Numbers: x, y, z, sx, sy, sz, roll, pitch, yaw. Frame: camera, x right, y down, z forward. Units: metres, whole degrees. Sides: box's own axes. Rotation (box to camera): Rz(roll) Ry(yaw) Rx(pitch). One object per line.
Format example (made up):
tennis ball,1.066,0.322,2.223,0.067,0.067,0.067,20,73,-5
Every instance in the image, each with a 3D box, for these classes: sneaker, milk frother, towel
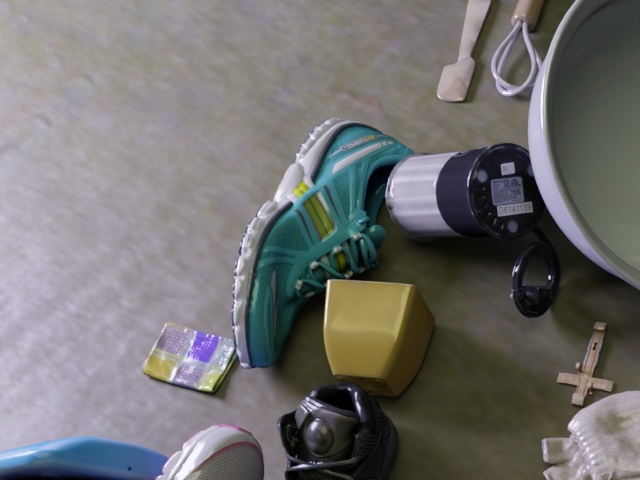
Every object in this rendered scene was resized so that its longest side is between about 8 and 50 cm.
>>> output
sneaker,-0.078,0.270,1.271,0.111,0.103,0.252,-1,72,41
milk frother,0.142,-0.008,1.453,0.134,0.129,0.143,-2,78,61
sneaker,-0.003,0.212,1.307,0.087,0.130,0.227,6,59,24
sneaker,0.000,0.000,1.489,0.110,0.107,0.275,19,62,19
towel,-0.120,0.108,1.502,0.083,0.009,0.060,15,59,28

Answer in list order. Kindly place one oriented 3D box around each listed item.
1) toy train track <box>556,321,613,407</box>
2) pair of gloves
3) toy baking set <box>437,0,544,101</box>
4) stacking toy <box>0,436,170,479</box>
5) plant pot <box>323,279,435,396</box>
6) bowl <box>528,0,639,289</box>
toy train track,0.229,0.103,1.385,0.048,0.014,0.083,8,56,24
pair of gloves,0.285,0.210,1.266,0.204,0.042,0.240,-16,50,7
toy baking set,0.222,-0.234,1.634,0.256,0.030,0.197,-19,50,4
stacking toy,-0.207,0.319,1.298,0.165,0.175,0.302,-19,63,41
plant pot,0.046,0.089,1.418,0.081,0.081,0.083,4,66,21
bowl,0.291,-0.084,1.392,0.298,0.134,0.298,3,81,-19
